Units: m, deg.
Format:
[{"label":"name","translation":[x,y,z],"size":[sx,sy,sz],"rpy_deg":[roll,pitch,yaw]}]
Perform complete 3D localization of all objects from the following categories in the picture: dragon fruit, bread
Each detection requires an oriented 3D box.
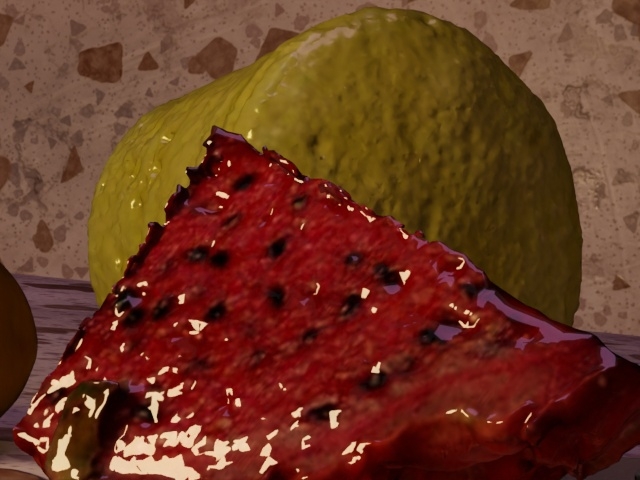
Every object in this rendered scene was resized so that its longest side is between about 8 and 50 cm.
[{"label":"dragon fruit","translation":[0.016,0.063,0.958],"size":[0.330,0.240,0.302],"rpy_deg":[3,26,42]},{"label":"bread","translation":[0.000,0.000,1.430],"size":[0.348,0.348,0.308],"rpy_deg":[4,-3,-41]}]

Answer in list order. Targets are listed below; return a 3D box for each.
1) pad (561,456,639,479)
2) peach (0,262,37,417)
[{"label":"pad","translation":[0.063,0.145,1.074],"size":[0.265,0.009,0.159],"rpy_deg":[5,24,36]},{"label":"peach","translation":[-0.327,0.073,1.278],"size":[0.251,0.153,0.251],"rpy_deg":[-10,-6,-1]}]
